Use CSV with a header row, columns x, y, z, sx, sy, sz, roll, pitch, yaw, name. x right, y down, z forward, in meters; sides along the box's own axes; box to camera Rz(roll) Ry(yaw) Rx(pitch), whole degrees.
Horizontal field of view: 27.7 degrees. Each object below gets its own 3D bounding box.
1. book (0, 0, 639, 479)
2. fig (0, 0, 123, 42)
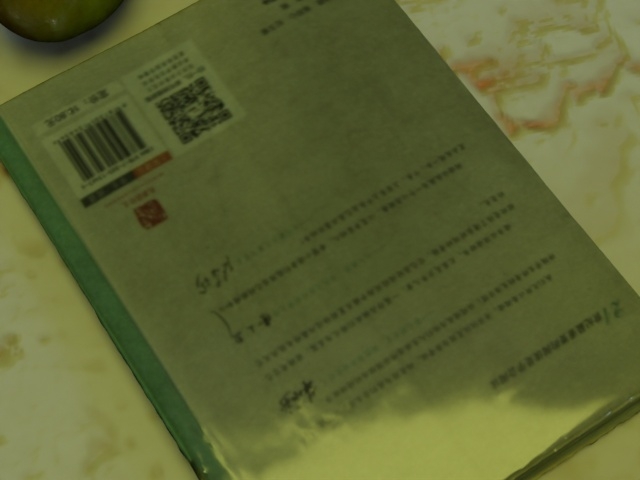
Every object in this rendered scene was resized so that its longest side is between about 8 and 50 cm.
x,y,z,sx,sy,sz,roll,pitch,yaw,name
0.000,0.000,0.594,0.215,0.025,0.283,-29,69,-13,book
-0.125,-0.147,0.616,0.084,0.098,0.082,-26,66,-28,fig
